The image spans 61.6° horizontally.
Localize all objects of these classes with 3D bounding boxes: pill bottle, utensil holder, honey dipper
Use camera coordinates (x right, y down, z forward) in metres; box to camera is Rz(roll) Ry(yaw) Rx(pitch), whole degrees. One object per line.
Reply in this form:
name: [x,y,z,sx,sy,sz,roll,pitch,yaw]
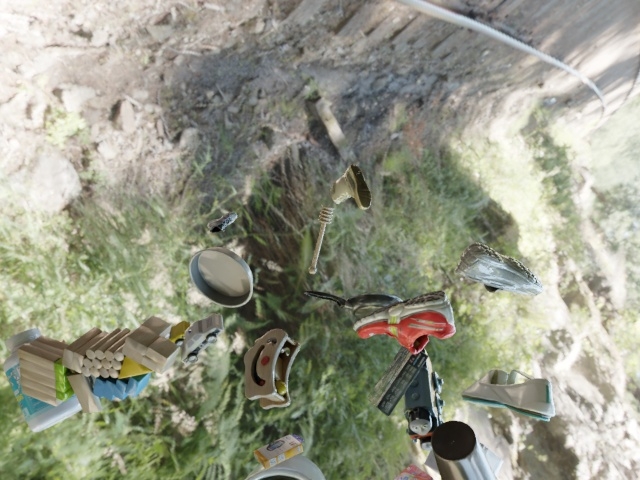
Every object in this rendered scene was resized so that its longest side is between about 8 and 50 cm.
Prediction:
pill bottle: [-0.782,0.383,1.499,0.146,0.264,0.146,-28,172,-5]
utensil holder: [-0.118,0.851,1.685,0.327,0.328,0.385,-31,169,-6]
honey dipper: [0.000,0.000,1.225,0.030,0.030,0.161,-15,118,-70]

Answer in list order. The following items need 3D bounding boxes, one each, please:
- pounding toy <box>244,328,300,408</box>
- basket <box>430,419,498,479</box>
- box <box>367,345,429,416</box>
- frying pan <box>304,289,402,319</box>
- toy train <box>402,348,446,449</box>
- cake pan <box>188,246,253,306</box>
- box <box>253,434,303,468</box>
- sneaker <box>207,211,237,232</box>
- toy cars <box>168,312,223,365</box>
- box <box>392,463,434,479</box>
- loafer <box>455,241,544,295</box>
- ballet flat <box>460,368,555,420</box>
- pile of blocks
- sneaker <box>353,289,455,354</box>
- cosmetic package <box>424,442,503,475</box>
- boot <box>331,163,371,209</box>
pounding toy: [-0.116,0.365,1.552,0.154,0.155,0.270,-32,-143,17]
basket: [0.408,0.641,1.556,0.154,0.227,0.204,-33,-148,-13]
box: [0.239,0.432,1.685,0.220,0.051,0.175,-54,179,-9]
frying pan: [0.130,0.205,1.770,0.326,0.053,0.197,22,145,-33]
toy train: [0.335,0.523,1.804,0.142,0.190,0.334,-16,-145,18]
cake pan: [-0.403,0.146,2.210,0.293,0.293,0.054,-37,-167,37]
box: [-0.114,0.601,1.538,0.136,0.028,0.081,-14,-172,-28]
sneaker: [-0.299,-0.048,1.661,0.098,0.038,0.069,-28,-148,-3]
toy cars: [-0.474,0.333,1.818,0.393,0.087,0.177,-18,-137,45]
box: [0.349,0.917,1.765,0.154,0.300,0.142,-34,-170,-17]
loafer: [0.535,0.104,1.602,0.112,0.319,0.112,-55,-154,25]
ballet flat: [0.582,0.465,1.668,0.139,0.139,0.400,-30,180,-19]
pile of blocks: [-0.403,0.231,1.023,0.361,0.149,0.112,-9,-164,21]
sneaker: [0.181,0.200,1.201,0.107,0.119,0.279,-16,174,-40]
cosmetic package: [0.494,0.768,1.857,0.183,0.151,0.151,8,-120,54]
boot: [0.125,-0.195,2.281,0.077,0.213,0.165,6,148,-40]
